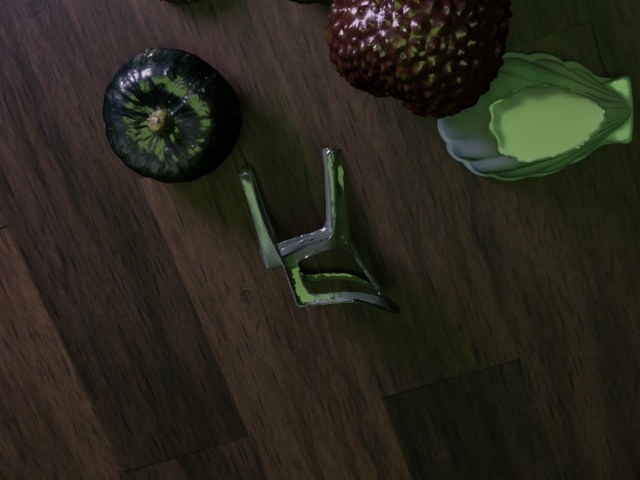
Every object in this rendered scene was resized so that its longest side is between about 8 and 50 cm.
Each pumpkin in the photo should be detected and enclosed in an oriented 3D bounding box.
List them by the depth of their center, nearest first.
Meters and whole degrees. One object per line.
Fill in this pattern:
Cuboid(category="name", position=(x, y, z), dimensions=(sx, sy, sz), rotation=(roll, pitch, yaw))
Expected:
Cuboid(category="pumpkin", position=(-0.227, -0.187, 1.334), dimensions=(0.212, 0.152, 0.211), rotation=(0, 122, 0))

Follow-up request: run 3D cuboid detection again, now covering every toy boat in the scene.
Cuboid(category="toy boat", position=(0.322, -0.182, 1.316), dimensions=(0.291, 0.100, 0.199), rotation=(-6, 107, 9))

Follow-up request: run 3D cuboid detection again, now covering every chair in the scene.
Cuboid(category="chair", position=(0.000, 0.000, 1.352), dimensions=(0.191, 0.203, 0.274), rotation=(-14, 101, -2))

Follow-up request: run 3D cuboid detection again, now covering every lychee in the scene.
Cuboid(category="lychee", position=(0.149, -0.311, 1.221), dimensions=(0.272, 0.271, 0.271), rotation=(1, 107, 5))

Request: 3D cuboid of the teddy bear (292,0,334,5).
Cuboid(category="teddy bear", position=(-0.005, -0.432, 1.254), dimensions=(0.177, 0.140, 0.190), rotation=(16, 116, -3))

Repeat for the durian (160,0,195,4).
Cuboid(category="durian", position=(-0.217, -0.403, 1.311), dimensions=(0.140, 0.071, 0.110), rotation=(-30, 102, 18))
